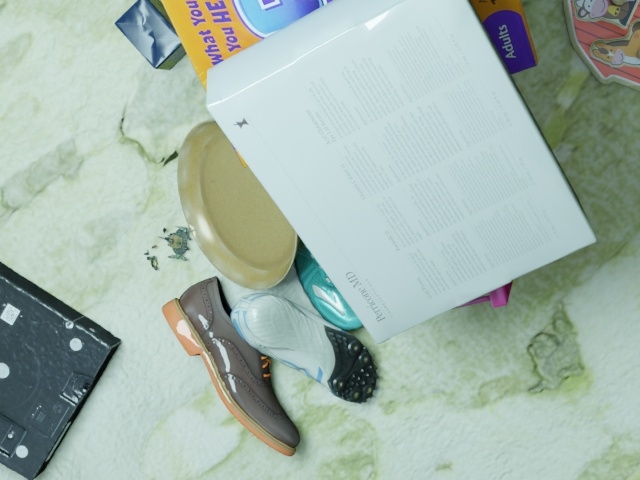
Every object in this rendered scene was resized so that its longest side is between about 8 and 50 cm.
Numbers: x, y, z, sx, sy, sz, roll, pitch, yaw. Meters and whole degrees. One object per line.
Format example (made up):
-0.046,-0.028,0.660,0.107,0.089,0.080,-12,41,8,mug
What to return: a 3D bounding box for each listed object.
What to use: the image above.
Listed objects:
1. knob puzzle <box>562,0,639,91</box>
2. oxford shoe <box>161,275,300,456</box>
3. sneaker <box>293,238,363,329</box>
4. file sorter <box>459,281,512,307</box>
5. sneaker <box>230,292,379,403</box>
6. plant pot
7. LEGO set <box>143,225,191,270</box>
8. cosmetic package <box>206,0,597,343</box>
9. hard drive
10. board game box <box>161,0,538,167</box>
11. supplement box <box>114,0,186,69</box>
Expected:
0.406,-0.294,1.626,0.213,0.030,0.213,1,96,8,knob puzzle
-0.101,0.173,1.711,0.098,0.097,0.271,-37,91,3,oxford shoe
0.000,0.000,1.663,0.107,0.110,0.275,-16,105,8,sneaker
0.123,-0.054,1.604,0.182,0.202,0.291,-13,94,12,file sorter
-0.018,0.142,1.689,0.237,0.086,0.085,36,79,-24,sneaker
-0.104,-0.050,1.657,0.236,0.032,0.236,24,126,38,plant pot
-0.208,0.007,1.745,0.083,0.023,0.054,-17,91,22,LEGO set
0.093,-0.091,1.365,0.284,0.097,0.377,-27,123,12,cosmetic package
-0.484,0.151,1.772,0.339,0.064,0.237,31,99,3,hard drive
0.006,-0.369,1.441,0.356,0.356,0.356,-19,124,9,board game box
-0.220,-0.278,1.681,0.056,0.083,0.083,-42,90,10,supplement box
